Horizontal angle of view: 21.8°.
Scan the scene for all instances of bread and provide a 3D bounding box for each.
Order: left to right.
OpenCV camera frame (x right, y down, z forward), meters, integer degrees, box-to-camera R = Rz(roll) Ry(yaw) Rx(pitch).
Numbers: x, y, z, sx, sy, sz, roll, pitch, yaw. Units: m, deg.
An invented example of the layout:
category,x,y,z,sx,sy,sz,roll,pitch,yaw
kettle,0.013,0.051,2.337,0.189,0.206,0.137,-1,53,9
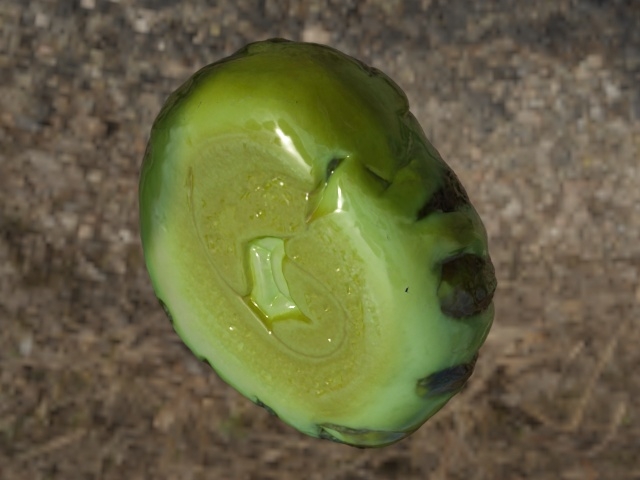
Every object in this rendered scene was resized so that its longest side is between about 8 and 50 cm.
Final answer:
category,x,y,z,sx,sy,sz,roll,pitch,yaw
bread,0.000,0.000,0.566,0.139,0.071,0.130,39,127,14
